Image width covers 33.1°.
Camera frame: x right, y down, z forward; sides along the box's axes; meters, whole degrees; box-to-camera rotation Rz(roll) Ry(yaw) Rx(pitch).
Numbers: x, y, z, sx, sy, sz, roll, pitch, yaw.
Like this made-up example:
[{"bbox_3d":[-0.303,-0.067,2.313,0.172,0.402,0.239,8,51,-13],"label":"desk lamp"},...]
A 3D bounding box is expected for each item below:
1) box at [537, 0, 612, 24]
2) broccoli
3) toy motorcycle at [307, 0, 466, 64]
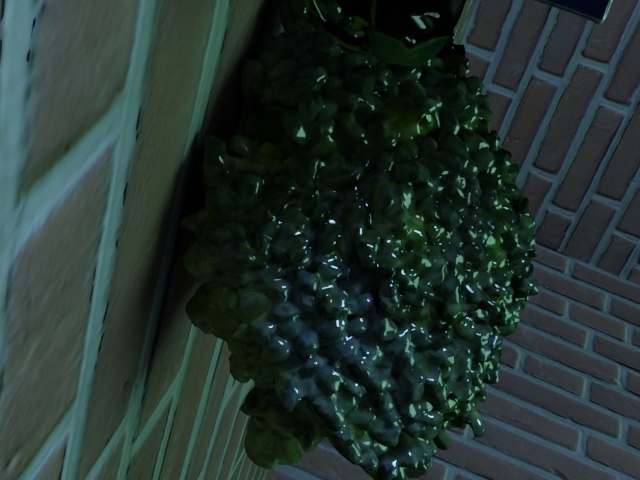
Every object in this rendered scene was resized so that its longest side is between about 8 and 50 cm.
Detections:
[{"bbox_3d":[0.186,-0.293,1.018,0.299,0.200,0.106,-50,160,-72],"label":"box"},{"bbox_3d":[0.000,0.000,0.683,0.245,0.248,0.288,-9,-119,53],"label":"broccoli"},{"bbox_3d":[0.059,-0.188,0.531,0.342,0.142,0.206,-31,143,-78],"label":"toy motorcycle"}]
